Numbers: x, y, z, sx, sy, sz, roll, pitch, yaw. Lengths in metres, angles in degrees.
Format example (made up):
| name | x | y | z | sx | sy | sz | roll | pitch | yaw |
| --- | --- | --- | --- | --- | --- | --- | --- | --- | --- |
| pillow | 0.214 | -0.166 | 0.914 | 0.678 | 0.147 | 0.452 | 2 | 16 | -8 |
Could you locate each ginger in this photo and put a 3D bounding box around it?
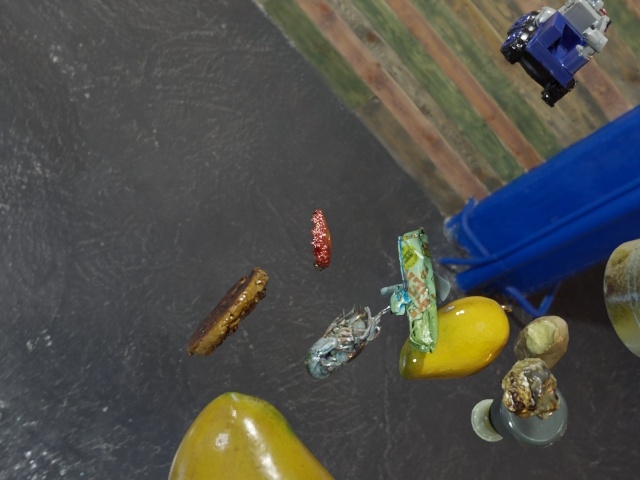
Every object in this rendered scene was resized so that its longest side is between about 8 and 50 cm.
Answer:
| name | x | y | z | sx | sy | sz | roll | pitch | yaw |
| --- | --- | --- | --- | --- | --- | --- | --- | --- | --- |
| ginger | 0.658 | 0.306 | 1.955 | 0.152 | 0.267 | 0.138 | -26 | 58 | -12 |

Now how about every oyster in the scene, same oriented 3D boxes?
| name | x | y | z | sx | sy | sz | roll | pitch | yaw |
| --- | --- | --- | --- | --- | --- | --- | --- | --- | --- |
| oyster | 0.425 | 0.298 | 1.297 | 0.345 | 0.078 | 0.129 | 9 | 66 | -60 |

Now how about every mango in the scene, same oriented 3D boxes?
| name | x | y | z | sx | sy | sz | roll | pitch | yaw |
| --- | --- | --- | --- | --- | --- | --- | --- | --- | --- |
| mango | -0.064 | 0.332 | 0.747 | 0.317 | 0.211 | 0.173 | 62 | 9 | 12 |
| mango | 0.317 | 0.232 | 1.522 | 0.316 | 0.119 | 0.177 | -21 | 99 | -16 |

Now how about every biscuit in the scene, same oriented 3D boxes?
| name | x | y | z | sx | sy | sz | roll | pitch | yaw |
| --- | --- | --- | --- | --- | --- | --- | --- | --- | --- |
| biscuit | -0.256 | 0.211 | 1.870 | 0.081 | 0.289 | 0.334 | 43 | 28 | -7 |

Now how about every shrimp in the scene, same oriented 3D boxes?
| name | x | y | z | sx | sy | sz | roll | pitch | yaw |
| --- | --- | --- | --- | --- | --- | --- | --- | --- | --- |
| shrimp | 0.104 | 0.294 | 2.046 | 0.372 | 0.172 | 0.137 | -45 | 105 | -21 |

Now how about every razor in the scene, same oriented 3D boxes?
| name | x | y | z | sx | sy | sz | roll | pitch | yaw |
| --- | --- | --- | --- | --- | --- | --- | --- | --- | --- |
| razor | 0.232 | 0.121 | 1.744 | 0.106 | 0.232 | 0.068 | 38 | 65 | -17 |

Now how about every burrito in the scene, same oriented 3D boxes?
| name | x | y | z | sx | sy | sz | roll | pitch | yaw |
| --- | --- | --- | --- | --- | --- | --- | --- | --- | --- |
| burrito | 0.203 | 0.111 | 1.458 | 0.054 | 0.104 | 0.288 | 32 | 50 | -63 |

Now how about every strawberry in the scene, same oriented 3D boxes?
| name | x | y | z | sx | sy | sz | roll | pitch | yaw |
| --- | --- | --- | --- | --- | --- | --- | --- | --- | --- |
| strawberry | 0.003 | 0.000 | 1.550 | 0.048 | 0.104 | 0.152 | 0 | 79 | 3 |

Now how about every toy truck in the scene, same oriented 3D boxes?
| name | x | y | z | sx | sy | sz | roll | pitch | yaw |
| --- | --- | --- | --- | --- | --- | --- | --- | --- | --- |
| toy truck | 0.465 | -0.386 | 1.260 | 0.161 | 0.177 | 0.213 | 42 | 43 | -8 |

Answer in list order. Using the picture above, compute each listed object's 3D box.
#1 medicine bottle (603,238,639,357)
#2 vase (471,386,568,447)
| name | x | y | z | sx | sy | sz | roll | pitch | yaw |
| --- | --- | --- | --- | --- | --- | --- | --- | --- | --- |
| medicine bottle | 0.476 | 0.037 | 0.676 | 0.151 | 0.322 | 0.151 | 8 | 72 | -27 |
| vase | 0.507 | 0.468 | 1.743 | 0.173 | 0.321 | 0.173 | 3 | 70 | -7 |
